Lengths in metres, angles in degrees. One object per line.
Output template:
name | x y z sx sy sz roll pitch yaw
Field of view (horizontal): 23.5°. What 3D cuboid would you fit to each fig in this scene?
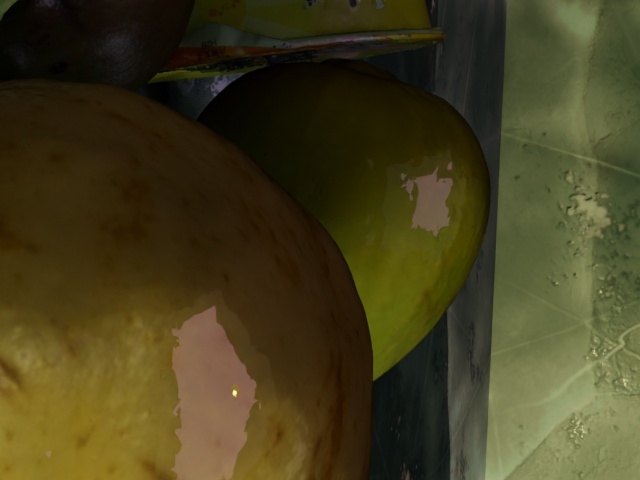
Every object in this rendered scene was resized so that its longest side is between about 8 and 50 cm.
fig | -0.001 -0.005 1.008 0.207 0.207 0.230 -40 150 -66

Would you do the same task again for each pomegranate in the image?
pomegranate | -0.169 -0.140 0.824 0.210 0.180 0.180 -39 144 -16
pomegranate | -0.135 0.096 0.674 0.342 0.343 0.342 4 90 -73

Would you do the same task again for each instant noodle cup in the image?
instant noodle cup | -0.055 -0.213 1.016 0.264 0.264 0.200 -17 100 -71

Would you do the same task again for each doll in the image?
doll | -0.080 -0.085 1.223 0.120 0.075 0.179 -47 138 -59

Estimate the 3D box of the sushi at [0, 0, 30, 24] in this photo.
sushi | -0.200 -0.128 0.444 0.328 0.329 0.285 -72 152 -51
